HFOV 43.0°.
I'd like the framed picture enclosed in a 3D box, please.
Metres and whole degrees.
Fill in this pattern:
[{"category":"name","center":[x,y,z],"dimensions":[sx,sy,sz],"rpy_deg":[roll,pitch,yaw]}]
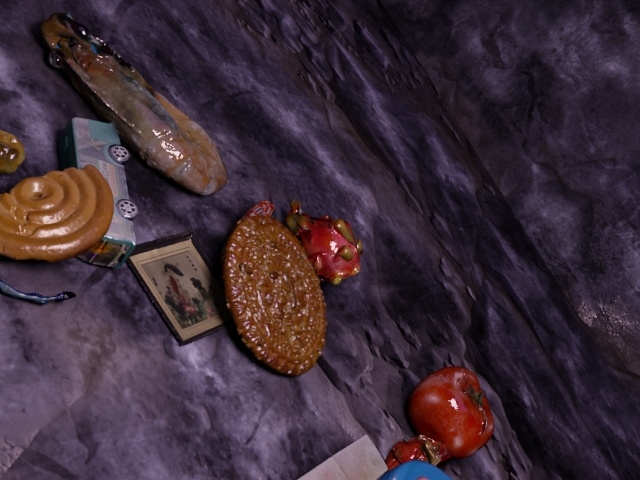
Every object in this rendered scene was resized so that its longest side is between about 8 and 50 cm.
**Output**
[{"category":"framed picture","center":[-0.229,0.077,1.394],"dimensions":[0.195,0.010,0.199],"rpy_deg":[56,29,8]}]

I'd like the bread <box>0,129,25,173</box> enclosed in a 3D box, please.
[{"category":"bread","center":[-0.496,-0.138,1.213],"dimensions":[0.110,0.060,0.066],"rpy_deg":[23,53,-45]}]

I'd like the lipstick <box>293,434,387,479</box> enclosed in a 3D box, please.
[{"category":"lipstick","center":[-0.020,0.401,1.251],"dimensions":[0.076,0.080,0.371],"rpy_deg":[57,29,13]}]

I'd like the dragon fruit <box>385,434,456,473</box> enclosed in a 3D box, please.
[{"category":"dragon fruit","center":[0.190,0.399,1.523],"dimensions":[0.162,0.106,0.083],"rpy_deg":[3,53,-50]}]

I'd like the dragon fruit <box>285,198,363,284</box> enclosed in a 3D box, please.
[{"category":"dragon fruit","center":[0.000,0.000,1.689],"dimensions":[0.133,0.150,0.207],"rpy_deg":[-32,78,-29]}]

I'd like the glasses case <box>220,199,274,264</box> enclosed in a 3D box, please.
[{"category":"glasses case","center":[-0.144,-0.015,1.551],"dimensions":[0.049,0.073,0.194],"rpy_deg":[37,34,-7]}]

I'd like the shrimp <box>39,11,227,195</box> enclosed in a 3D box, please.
[{"category":"shrimp","center":[-0.339,-0.257,1.534],"dimensions":[0.446,0.110,0.221],"rpy_deg":[44,24,-19]}]

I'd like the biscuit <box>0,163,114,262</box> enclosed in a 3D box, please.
[{"category":"biscuit","center":[-0.392,-0.034,1.176],"dimensions":[0.224,0.033,0.144],"rpy_deg":[-23,66,-37]}]

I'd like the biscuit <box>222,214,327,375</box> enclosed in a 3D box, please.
[{"category":"biscuit","center":[-0.073,0.097,1.480],"dimensions":[0.305,0.038,0.305],"rpy_deg":[37,43,-45]}]

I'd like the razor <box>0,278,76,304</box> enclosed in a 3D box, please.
[{"category":"razor","center":[-0.418,0.065,1.123],"dimensions":[0.154,0.044,0.028],"rpy_deg":[24,65,-36]}]

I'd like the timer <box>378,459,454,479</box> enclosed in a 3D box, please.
[{"category":"timer","center":[0.193,0.553,1.331],"dimensions":[0.309,0.115,0.340],"rpy_deg":[41,34,-16]}]

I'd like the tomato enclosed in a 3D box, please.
[{"category":"tomato","center":[0.265,0.349,1.638],"dimensions":[0.187,0.151,0.187],"rpy_deg":[35,26,-20]}]

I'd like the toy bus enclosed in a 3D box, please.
[{"category":"toy bus","center":[-0.360,-0.080,1.315],"dimensions":[0.109,0.091,0.261],"rpy_deg":[11,46,-35]}]
